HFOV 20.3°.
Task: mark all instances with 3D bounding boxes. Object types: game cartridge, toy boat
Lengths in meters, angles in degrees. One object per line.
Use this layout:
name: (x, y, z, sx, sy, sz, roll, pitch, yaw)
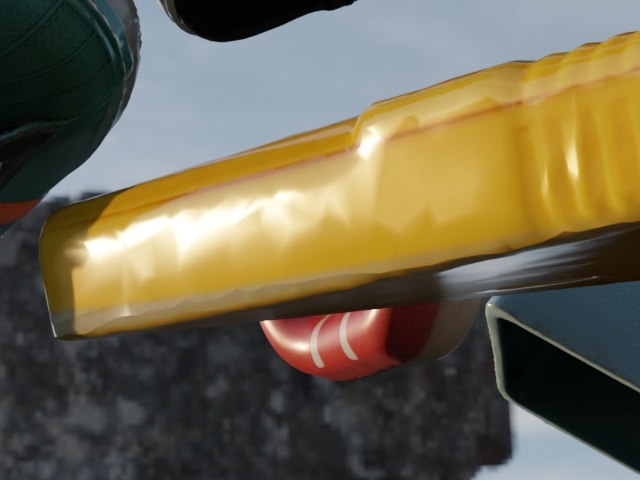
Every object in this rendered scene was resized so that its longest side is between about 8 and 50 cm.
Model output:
game cartridge: (0.111, -0.019, 0.524, 0.285, 0.053, 0.323, -5, -6, -34)
toy boat: (0.000, 0.000, 1.060, 0.151, 0.151, 0.231, 10, -13, -15)

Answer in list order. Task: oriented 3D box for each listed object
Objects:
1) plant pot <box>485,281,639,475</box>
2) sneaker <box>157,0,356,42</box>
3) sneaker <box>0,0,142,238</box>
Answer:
plant pot: (0.304, 0.045, 1.403, 0.247, 0.252, 0.248, 30, -14, 18)
sneaker: (0.056, -0.115, 0.593, 0.217, 0.121, 0.079, -35, -34, -6)
sneaker: (-0.163, -0.012, 0.651, 0.108, 0.121, 0.302, 35, -34, -14)
